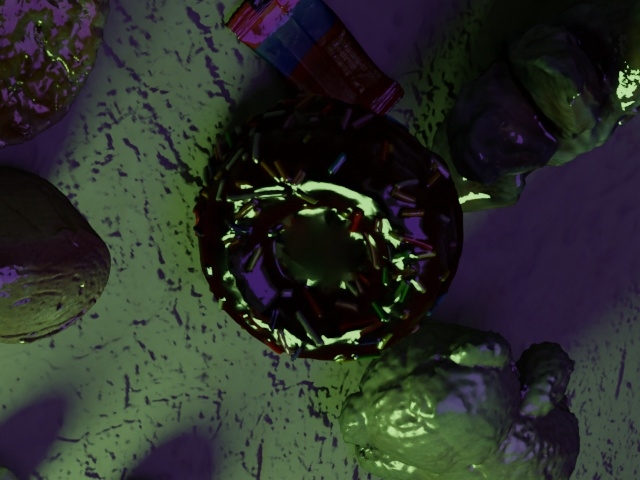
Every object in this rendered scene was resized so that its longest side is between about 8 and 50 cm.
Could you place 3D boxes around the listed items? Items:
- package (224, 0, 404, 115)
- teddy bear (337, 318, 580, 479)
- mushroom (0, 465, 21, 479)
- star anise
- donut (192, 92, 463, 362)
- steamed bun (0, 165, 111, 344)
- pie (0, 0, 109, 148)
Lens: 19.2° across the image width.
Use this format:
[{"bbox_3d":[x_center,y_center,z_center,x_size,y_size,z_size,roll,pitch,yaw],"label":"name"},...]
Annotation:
[{"bbox_3d":[-0.001,-0.152,1.588,0.083,0.022,0.200,-49,137,-5],"label":"package"},{"bbox_3d":[0.138,0.172,1.831,0.236,0.151,0.267,-33,131,19],"label":"teddy bear"},{"bbox_3d":[-0.321,0.272,1.553,0.223,0.081,0.092,-30,151,-20],"label":"mushroom"},{"bbox_3d":[0.185,-0.125,1.655,0.359,0.139,0.316,-28,165,-47],"label":"star anise"},{"bbox_3d":[0.000,0.000,1.557,0.089,0.235,0.235,-68,168,-61],"label":"donut"},{"bbox_3d":[-0.249,0.016,1.396,0.175,0.145,0.106,1,117,-36],"label":"steamed bun"},{"bbox_3d":[-0.235,-0.161,1.341,0.163,0.079,0.193,14,108,-35],"label":"pie"}]
